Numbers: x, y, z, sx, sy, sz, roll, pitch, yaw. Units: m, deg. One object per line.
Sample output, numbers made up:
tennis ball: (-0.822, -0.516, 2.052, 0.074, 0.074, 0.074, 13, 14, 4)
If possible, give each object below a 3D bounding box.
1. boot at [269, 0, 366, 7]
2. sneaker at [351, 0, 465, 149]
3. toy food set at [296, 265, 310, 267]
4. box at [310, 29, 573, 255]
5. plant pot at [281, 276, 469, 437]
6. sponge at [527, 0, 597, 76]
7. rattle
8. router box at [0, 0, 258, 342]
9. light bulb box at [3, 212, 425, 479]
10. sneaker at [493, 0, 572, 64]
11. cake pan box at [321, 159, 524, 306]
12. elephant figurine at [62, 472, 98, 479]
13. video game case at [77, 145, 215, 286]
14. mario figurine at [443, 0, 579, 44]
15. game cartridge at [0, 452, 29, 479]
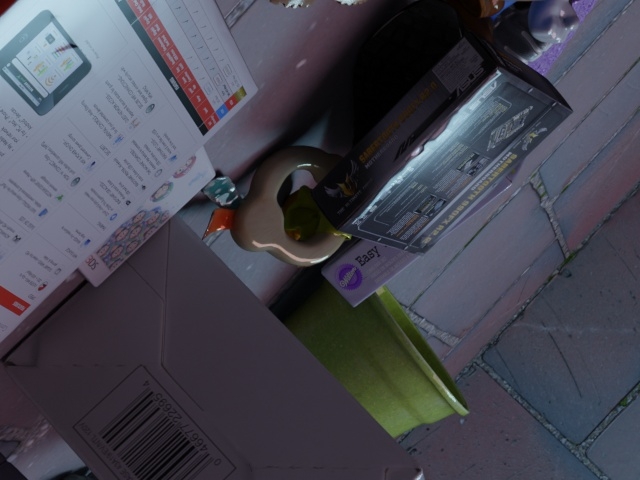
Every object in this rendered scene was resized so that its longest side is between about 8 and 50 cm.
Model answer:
boot: (0.014, -0.239, 1.134, 0.158, 0.059, 0.085, -21, 145, -54)
sneaker: (0.094, -0.168, 1.482, 0.283, 0.107, 0.124, 107, 7, -51)
toy food set: (0.000, 0.000, 1.726, 0.082, 0.020, 0.083, -44, 163, -11)
box: (0.125, -0.091, 1.405, 0.231, 0.056, 0.183, -45, 151, 19)
plant pot: (0.016, 0.188, 1.846, 0.254, 0.276, 0.276, -36, 164, 4)
sponge: (0.283, -0.245, 1.838, 0.117, 0.031, 0.210, -28, 155, -48)
rattle: (-0.072, -0.035, 1.448, 0.199, 0.142, 0.130, -16, 116, -33)
router box: (-0.201, -0.082, 0.917, 0.301, 0.082, 0.335, -45, 164, -6)
light bulb box: (-0.083, 0.210, 1.412, 0.225, 0.358, 0.361, -42, 162, -8)
sneaker: (0.210, -0.221, 1.648, 0.228, 0.086, 0.132, -41, 171, 20)
cake pan box: (0.134, -0.051, 1.674, 0.267, 0.070, 0.246, -39, -177, 24)
elephant figurine: (-0.306, 0.410, 1.688, 0.239, 0.186, 0.169, -55, 168, 14)
video game case: (-0.164, -0.035, 1.234, 0.157, 0.019, 0.143, -44, 164, -9)
mario figurine: (0.284, -0.304, 1.438, 0.320, 0.170, 0.198, -36, -163, -10)
game cartridge: (-0.326, 0.389, 1.456, 0.068, 0.230, 0.355, -31, 157, -42)
